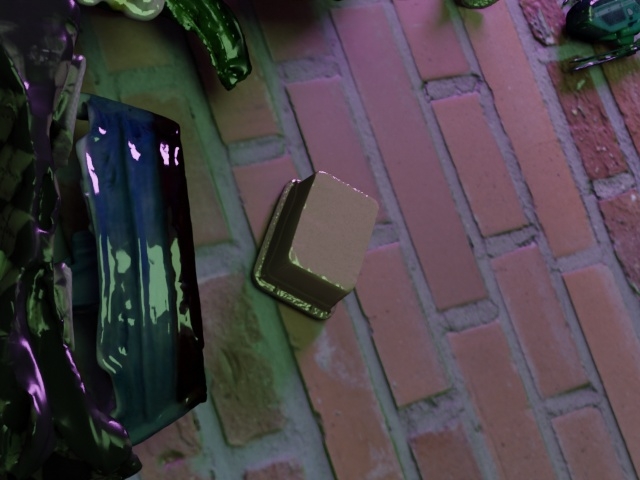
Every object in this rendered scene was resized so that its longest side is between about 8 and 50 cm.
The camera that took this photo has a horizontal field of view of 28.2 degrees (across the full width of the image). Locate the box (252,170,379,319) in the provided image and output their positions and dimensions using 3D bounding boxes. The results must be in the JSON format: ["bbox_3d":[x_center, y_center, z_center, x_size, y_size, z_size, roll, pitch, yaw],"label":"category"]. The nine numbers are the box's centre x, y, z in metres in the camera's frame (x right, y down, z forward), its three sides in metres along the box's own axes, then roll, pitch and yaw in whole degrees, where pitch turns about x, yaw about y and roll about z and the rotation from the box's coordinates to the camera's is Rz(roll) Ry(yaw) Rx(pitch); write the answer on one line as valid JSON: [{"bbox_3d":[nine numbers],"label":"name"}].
[{"bbox_3d":[0.000,0.000,1.174,0.089,0.062,0.122,29,59,-17],"label":"box"}]

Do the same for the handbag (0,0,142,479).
[{"bbox_3d":[-0.244,0.002,0.881,0.180,0.317,0.416,6,68,-35],"label":"handbag"}]

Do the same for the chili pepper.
[{"bbox_3d":[-0.188,-0.226,1.144,0.279,0.065,0.122,19,32,-27],"label":"chili pepper"}]

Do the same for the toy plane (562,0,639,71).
[{"bbox_3d":[0.364,-0.263,1.488,0.235,0.060,0.096,-21,90,-31],"label":"toy plane"}]

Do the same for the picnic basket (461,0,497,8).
[{"bbox_3d":[0.185,-0.287,1.385,0.065,0.083,0.083,8,23,-42],"label":"picnic basket"}]

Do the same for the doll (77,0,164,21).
[{"bbox_3d":[-0.129,-0.356,1.162,0.348,0.161,0.423,-22,73,-33],"label":"doll"}]

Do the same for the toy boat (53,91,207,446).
[{"bbox_3d":[-0.173,0.019,1.040,0.142,0.129,0.309,-8,73,-2],"label":"toy boat"}]
